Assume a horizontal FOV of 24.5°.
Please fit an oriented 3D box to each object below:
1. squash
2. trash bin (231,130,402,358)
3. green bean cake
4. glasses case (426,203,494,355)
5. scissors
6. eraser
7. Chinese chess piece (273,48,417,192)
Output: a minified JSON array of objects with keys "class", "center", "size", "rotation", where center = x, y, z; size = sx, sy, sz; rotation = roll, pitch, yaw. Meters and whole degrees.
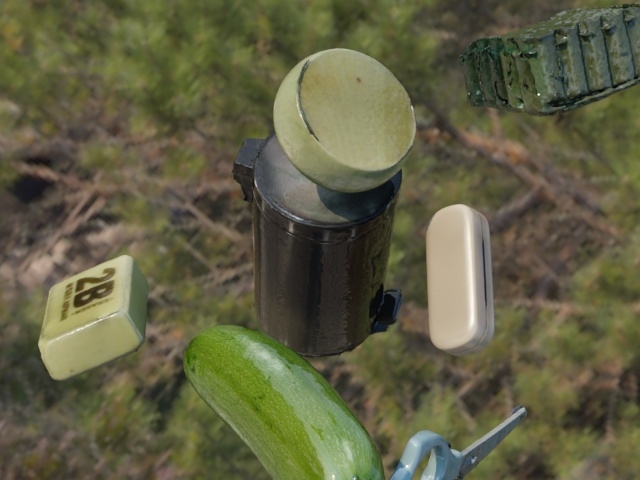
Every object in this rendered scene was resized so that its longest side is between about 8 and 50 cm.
[{"class":"squash","center":[-0.031,0.175,1.450],"size":[0.107,0.107,0.395],"rotation":[24,7,-32]},{"class":"trash bin","center":[0.000,0.000,2.079],"size":[0.252,0.301,0.203],"rotation":[14,51,9]},{"class":"green bean cake","center":[0.362,-0.280,2.269],"size":[0.241,0.255,0.132],"rotation":[-22,104,-21]},{"class":"glasses case","center":[0.179,0.051,1.903],"size":[0.050,0.083,0.196],"rotation":[24,59,-45]},{"class":"scissors","center":[0.155,0.257,1.680],"size":[0.029,0.191,0.360],"rotation":[18,25,26]},{"class":"eraser","center":[-0.266,0.089,1.742],"size":[0.172,0.117,0.058],"rotation":[-101,168,-67]},{"class":"Chinese chess piece","center":[0.031,-0.152,1.885],"size":[0.188,0.083,0.188],"rotation":[12,62,-25]}]
